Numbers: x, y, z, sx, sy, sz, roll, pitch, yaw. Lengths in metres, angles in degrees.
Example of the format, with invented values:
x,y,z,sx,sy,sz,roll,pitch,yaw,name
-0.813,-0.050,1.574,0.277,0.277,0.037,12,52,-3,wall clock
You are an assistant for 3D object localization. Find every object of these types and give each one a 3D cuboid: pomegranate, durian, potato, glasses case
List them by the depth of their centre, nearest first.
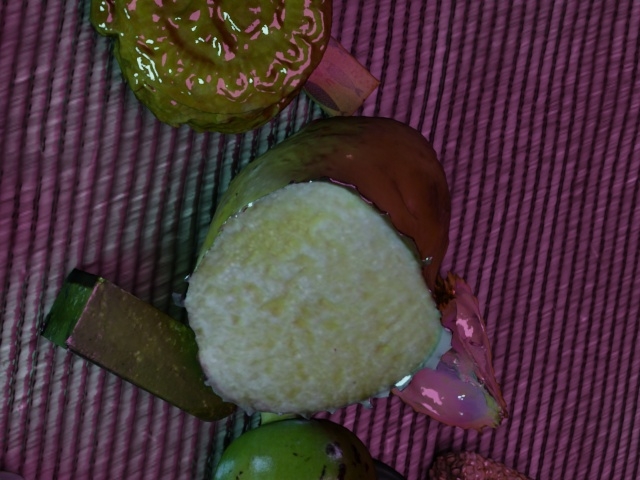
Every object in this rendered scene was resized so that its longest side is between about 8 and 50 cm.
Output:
x,y,z,sx,sy,sz,roll,pitch,yaw,name
0.000,0.000,1.532,0.288,0.237,0.301,-16,124,9,potato
-0.017,-0.203,1.588,0.170,0.041,0.065,40,90,-29,glasses case
-0.039,0.252,1.601,0.179,0.210,0.179,-21,142,-18,pomegranate
0.144,0.128,1.686,0.182,0.132,0.165,24,98,-41,durian

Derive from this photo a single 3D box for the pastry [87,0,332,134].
x,y,z,sx,sy,sz,roll,pitch,yaw,name
-0.107,-0.227,1.473,0.235,0.132,0.240,14,89,-3,pastry

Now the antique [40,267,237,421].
x,y,z,sx,sy,sz,roll,pitch,yaw,name
-0.173,0.116,1.536,0.221,0.080,0.081,32,82,-29,antique

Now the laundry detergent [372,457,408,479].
x,y,z,sx,sy,sz,roll,pitch,yaw,name
0.079,0.354,1.731,0.137,0.063,0.211,-49,120,-8,laundry detergent

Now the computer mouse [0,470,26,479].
x,y,z,sx,sy,sz,roll,pitch,yaw,name
-0.345,0.329,1.500,0.102,0.045,0.199,-1,100,-26,computer mouse

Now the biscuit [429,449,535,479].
x,y,z,sx,sy,sz,roll,pitch,yaw,name
0.206,0.306,1.783,0.168,0.082,0.070,23,63,-30,biscuit
